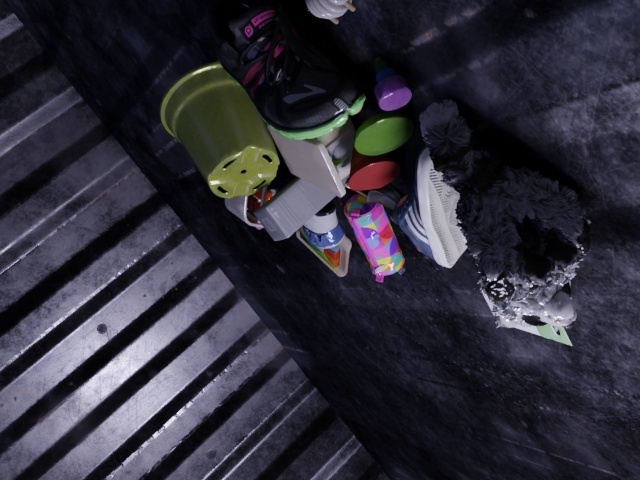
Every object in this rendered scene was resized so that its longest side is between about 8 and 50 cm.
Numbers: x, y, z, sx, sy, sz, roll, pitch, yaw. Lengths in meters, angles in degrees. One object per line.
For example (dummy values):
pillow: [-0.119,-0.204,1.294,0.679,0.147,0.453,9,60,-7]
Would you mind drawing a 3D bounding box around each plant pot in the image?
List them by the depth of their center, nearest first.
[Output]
plant pot: [-0.226,-0.252,1.856,0.276,0.276,0.254,86,161,-60]

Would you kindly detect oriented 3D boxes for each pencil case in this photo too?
pencil case: [0.140,-0.009,1.920,0.104,0.104,0.236,24,149,49]

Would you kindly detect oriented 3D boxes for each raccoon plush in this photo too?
raccoon plush: [0.351,-0.036,1.422,0.299,0.216,0.446,62,-170,-69]

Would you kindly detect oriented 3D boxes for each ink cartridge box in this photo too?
ink cartridge box: [0.450,0.141,1.601,0.209,0.062,0.109,16,143,56]

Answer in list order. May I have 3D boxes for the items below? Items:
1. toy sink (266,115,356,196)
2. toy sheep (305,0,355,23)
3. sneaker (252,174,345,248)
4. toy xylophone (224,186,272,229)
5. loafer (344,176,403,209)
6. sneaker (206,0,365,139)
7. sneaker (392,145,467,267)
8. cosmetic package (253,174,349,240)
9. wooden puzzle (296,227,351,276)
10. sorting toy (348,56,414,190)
toy sink: [0.008,-0.223,1.749,0.234,0.131,0.153,30,154,52]
toy sheep: [0.020,-0.448,1.375,0.091,0.091,0.132,52,146,-10]
sneaker: [-0.055,-0.131,2.095,0.315,0.127,0.182,36,148,30]
toy xylophone: [-0.182,-0.174,2.070,0.236,0.081,0.322,43,131,42]
loafer: [0.133,-0.109,1.800,0.170,0.061,0.062,36,156,29]
sneaker: [-0.101,-0.371,1.557,0.483,0.185,0.202,40,168,35]
sneaker: [0.214,-0.080,1.581,0.148,0.131,0.350,29,154,33]
cosmetic package: [-0.043,-0.112,1.909,0.107,0.238,0.127,54,163,-8]
wooden puzzle: [0.000,0.000,2.311,0.221,0.044,0.238,43,160,15]
sorting toy: [0.113,-0.248,1.576,0.365,0.127,0.126,99,157,-62]
